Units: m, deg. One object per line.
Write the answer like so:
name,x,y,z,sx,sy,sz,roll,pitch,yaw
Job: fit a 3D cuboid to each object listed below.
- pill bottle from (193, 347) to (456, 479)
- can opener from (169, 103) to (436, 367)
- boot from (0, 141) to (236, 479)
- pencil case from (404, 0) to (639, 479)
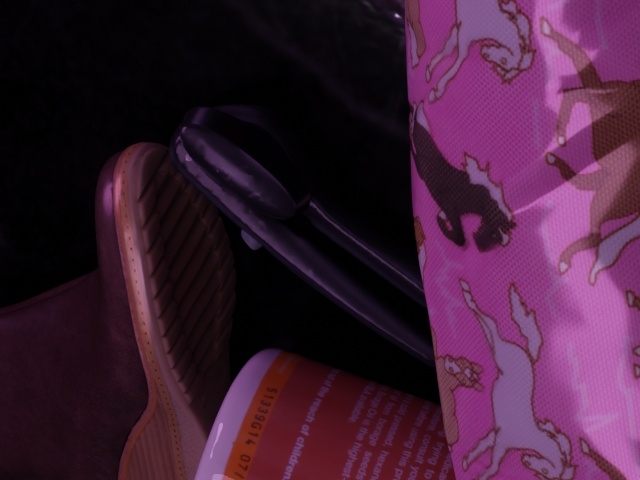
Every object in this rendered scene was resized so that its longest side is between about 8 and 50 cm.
pill bottle,0.050,0.142,0.829,0.216,0.121,0.121,19,125,10
can opener,0.000,0.000,0.824,0.186,0.073,0.059,41,121,-10
boot,-0.148,0.055,0.914,0.207,0.090,0.248,6,123,24
pencil case,0.133,0.029,0.658,0.167,0.160,0.386,11,112,53
